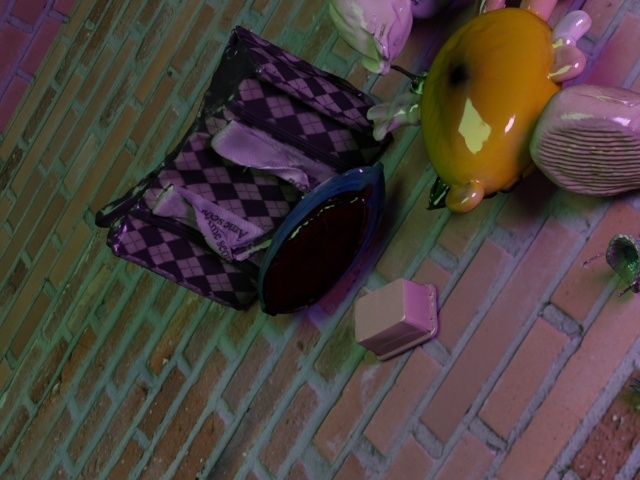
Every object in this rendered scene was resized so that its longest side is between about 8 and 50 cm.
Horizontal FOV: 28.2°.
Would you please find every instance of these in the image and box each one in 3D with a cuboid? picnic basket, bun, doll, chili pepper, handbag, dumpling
[{"bbox_3d":[0.364,0.030,1.519,0.083,0.083,0.065,-24,52,-16],"label":"picnic basket"},{"bbox_3d":[0.351,-0.133,1.570,0.166,0.173,0.113,114,176,-58],"label":"bun"},{"bbox_3d":[0.227,-0.246,1.761,0.423,0.161,0.348,-55,34,-3],"label":"doll"},{"bbox_3d":[0.178,-0.172,1.874,0.122,0.065,0.279,-20,53,7],"label":"chili pepper"},{"bbox_3d":[-0.132,-0.102,2.028,0.416,0.317,0.180,-50,44,20],"label":"handbag"},{"bbox_3d":[0.075,-0.331,1.923,0.136,0.118,0.199,98,165,-53],"label":"dumpling"}]

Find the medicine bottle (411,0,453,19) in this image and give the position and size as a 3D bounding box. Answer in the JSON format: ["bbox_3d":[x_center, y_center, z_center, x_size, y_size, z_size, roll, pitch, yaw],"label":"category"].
[{"bbox_3d":[0.177,-0.448,1.976,0.289,0.157,0.157,-37,44,34],"label":"medicine bottle"}]

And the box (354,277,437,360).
[{"bbox_3d":[0.104,0.109,1.815,0.122,0.062,0.089,-29,49,39],"label":"box"}]

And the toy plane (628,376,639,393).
[{"bbox_3d":[0.424,0.166,1.374,0.235,0.060,0.096,33,104,58],"label":"toy plane"}]

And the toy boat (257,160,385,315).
[{"bbox_3d":[0.000,0.000,1.975,0.309,0.129,0.142,-51,9,18],"label":"toy boat"}]
